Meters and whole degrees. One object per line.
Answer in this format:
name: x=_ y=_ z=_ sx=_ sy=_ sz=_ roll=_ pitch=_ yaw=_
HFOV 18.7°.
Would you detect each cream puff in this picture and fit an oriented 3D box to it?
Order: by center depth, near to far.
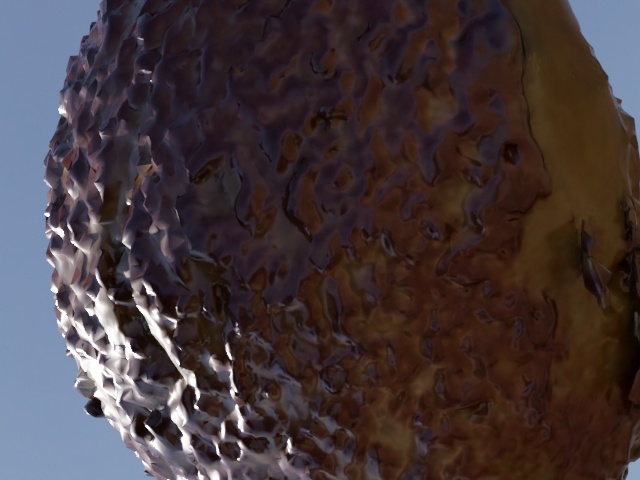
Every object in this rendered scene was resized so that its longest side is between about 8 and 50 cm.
cream puff: x=-0.001 y=-0.003 z=0.827 sx=0.229 sy=0.350 sz=0.350 roll=-8 pitch=-45 yaw=-12
